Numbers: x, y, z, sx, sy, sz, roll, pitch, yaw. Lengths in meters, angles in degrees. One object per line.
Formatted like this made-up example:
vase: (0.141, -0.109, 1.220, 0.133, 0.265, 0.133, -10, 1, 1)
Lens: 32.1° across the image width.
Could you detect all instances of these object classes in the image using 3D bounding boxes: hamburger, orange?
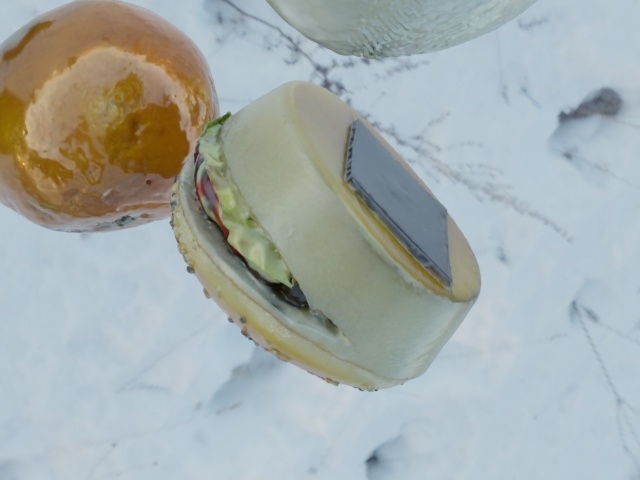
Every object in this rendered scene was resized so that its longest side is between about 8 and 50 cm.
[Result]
hamburger: (0.000, 0.000, 0.982, 0.176, 0.300, 0.300, -42, 135, 18)
orange: (-0.233, -0.126, 1.157, 0.261, 0.261, 0.261, -16, 129, -21)

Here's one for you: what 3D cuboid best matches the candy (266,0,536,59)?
candy: (0.062, -0.259, 0.712, 0.295, 0.185, 0.296, -1, 100, -5)
